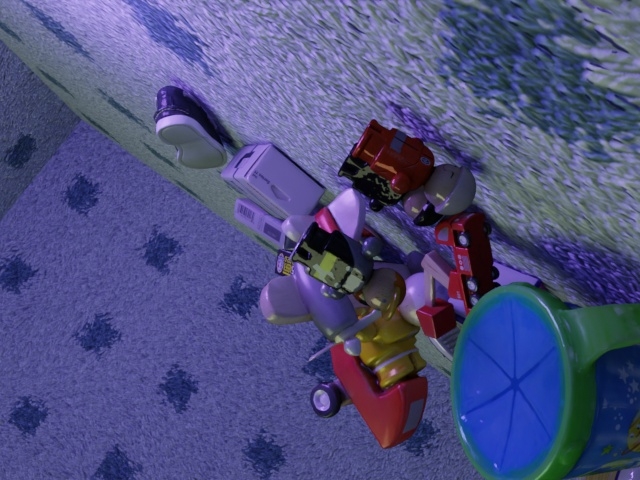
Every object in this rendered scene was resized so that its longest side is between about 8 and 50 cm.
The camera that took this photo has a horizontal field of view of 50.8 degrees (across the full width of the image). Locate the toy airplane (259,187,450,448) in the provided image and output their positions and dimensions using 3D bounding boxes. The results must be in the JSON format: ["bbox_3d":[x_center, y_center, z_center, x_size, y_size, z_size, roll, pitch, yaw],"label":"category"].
[{"bbox_3d":[0.094,0.092,1.126,0.272,0.386,0.384,-19,123,39],"label":"toy airplane"}]

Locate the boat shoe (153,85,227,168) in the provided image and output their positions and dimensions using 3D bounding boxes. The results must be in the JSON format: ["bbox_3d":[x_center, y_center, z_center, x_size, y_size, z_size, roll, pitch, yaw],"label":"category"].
[{"bbox_3d":[-0.267,-0.229,1.418,0.114,0.091,0.302,-9,168,-1],"label":"boat shoe"}]

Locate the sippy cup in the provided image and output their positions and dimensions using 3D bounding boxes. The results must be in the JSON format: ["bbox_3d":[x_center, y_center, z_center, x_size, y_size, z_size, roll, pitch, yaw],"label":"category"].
[{"bbox_3d":[0.312,0.179,0.813,0.223,0.240,0.305,8,178,-19],"label":"sippy cup"}]

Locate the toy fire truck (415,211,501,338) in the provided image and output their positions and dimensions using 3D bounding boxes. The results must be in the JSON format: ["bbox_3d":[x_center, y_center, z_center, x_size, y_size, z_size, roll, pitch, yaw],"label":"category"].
[{"bbox_3d":[0.181,0.050,0.930,0.135,0.047,0.192,9,119,55],"label":"toy fire truck"}]

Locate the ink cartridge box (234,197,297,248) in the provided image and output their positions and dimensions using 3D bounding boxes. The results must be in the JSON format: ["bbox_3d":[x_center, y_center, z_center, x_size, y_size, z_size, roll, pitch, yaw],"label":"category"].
[{"bbox_3d":[-0.057,-0.046,1.579,0.232,0.066,0.189,-10,-150,-43],"label":"ink cartridge box"}]

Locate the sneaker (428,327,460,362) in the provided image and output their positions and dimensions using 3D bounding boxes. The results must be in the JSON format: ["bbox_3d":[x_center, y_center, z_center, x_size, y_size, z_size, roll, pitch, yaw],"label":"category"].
[{"bbox_3d":[0.322,0.224,1.445,0.321,0.126,0.127,36,166,-16],"label":"sneaker"}]

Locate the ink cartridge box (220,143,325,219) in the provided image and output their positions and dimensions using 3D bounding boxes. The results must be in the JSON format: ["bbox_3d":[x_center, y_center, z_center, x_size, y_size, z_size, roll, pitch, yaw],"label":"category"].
[{"bbox_3d":[-0.100,-0.116,1.366,0.153,0.087,0.208,39,173,-21],"label":"ink cartridge box"}]

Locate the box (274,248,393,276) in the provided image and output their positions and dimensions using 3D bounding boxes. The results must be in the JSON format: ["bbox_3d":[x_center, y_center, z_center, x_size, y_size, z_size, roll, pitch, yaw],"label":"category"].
[{"bbox_3d":[0.063,0.071,1.443,0.269,0.060,0.216,7,-177,-23],"label":"box"}]

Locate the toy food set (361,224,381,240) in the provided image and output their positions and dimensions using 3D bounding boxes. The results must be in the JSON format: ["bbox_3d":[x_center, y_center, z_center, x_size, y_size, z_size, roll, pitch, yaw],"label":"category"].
[{"bbox_3d":[0.091,-0.015,1.400,0.082,0.020,0.083,30,171,36],"label":"toy food set"}]

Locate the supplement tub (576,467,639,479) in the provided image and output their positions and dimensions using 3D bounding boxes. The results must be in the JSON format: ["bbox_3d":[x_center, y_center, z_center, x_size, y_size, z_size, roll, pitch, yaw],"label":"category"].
[{"bbox_3d":[0.612,0.463,1.220,0.241,0.241,0.331,34,172,11],"label":"supplement tub"}]

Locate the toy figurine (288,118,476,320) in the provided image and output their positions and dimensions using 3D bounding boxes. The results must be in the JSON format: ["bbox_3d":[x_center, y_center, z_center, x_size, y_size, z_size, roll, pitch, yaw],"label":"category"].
[{"bbox_3d":[0.070,-0.017,0.806,0.148,0.210,0.213,30,173,-3],"label":"toy figurine"}]

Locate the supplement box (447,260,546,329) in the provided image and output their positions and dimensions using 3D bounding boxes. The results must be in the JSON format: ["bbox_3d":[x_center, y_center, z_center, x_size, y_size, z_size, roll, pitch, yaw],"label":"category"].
[{"bbox_3d":[0.304,0.135,1.061,0.111,0.114,0.220,27,167,45],"label":"supplement box"}]
